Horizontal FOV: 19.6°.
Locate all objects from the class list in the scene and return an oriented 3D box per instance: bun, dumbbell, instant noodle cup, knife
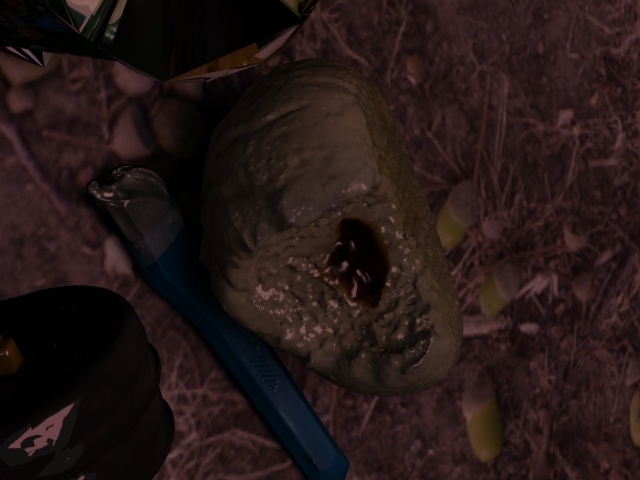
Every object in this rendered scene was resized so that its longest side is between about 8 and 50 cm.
[{"bbox_3d":[0.000,0.000,1.108,0.204,0.126,0.212,-8,77,-76],"label":"bun"},{"bbox_3d":[-0.131,0.186,0.976,0.185,0.185,0.388,-37,117,-36],"label":"dumbbell"},{"bbox_3d":[-0.123,-0.194,0.951,0.240,0.178,0.240,-4,96,-44],"label":"instant noodle cup"},{"bbox_3d":[-0.057,0.060,1.145,0.044,0.026,0.296,-50,127,-26],"label":"knife"}]
